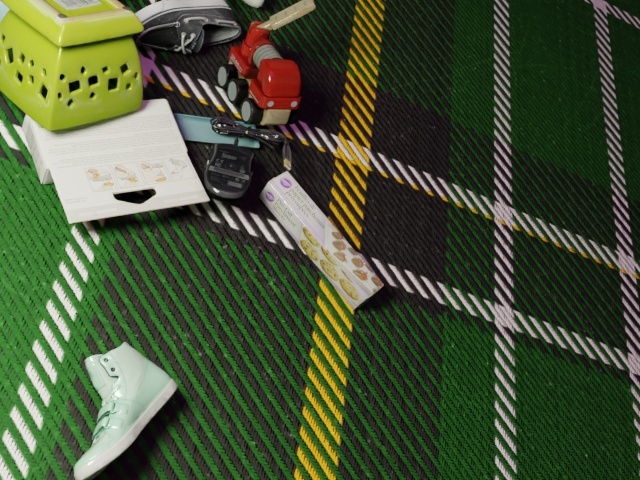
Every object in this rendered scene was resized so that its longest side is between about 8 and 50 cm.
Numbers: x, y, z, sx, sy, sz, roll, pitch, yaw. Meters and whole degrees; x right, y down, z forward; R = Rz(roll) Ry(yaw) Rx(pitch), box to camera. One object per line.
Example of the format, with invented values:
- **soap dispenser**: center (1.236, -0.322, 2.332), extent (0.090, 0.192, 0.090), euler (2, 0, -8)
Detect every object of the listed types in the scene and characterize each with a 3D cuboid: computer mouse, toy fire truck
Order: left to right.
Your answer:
- **computer mouse**: center (-0.152, -0.150, 1.904), extent (0.184, 0.060, 0.262), euler (11, 41, -12)
- **toy fire truck**: center (-0.096, -0.399, 1.980), extent (0.158, 0.246, 0.217), euler (-4, 43, -31)

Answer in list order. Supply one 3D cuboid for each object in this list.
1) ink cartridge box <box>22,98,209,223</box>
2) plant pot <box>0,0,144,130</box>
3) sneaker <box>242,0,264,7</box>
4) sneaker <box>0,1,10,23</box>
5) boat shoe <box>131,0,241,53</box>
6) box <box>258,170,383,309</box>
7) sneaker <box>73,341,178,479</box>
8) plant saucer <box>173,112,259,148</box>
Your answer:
- **ink cartridge box**: center (-0.400, -0.149, 1.790), extent (0.296, 0.066, 0.261), euler (-11, 66, -34)
- **plant pot**: center (-0.481, -0.371, 1.747), extent (0.227, 0.207, 0.228), euler (38, 40, 26)
- **sneaker**: center (-0.230, -0.622, 2.191), extent (0.212, 0.080, 0.094), euler (43, 56, 15)
- **sneaker**: center (-0.589, -0.546, 1.903), extent (0.208, 0.127, 0.319), euler (13, 65, -20)
- **boat shoe**: center (-0.303, -0.465, 2.029), extent (0.301, 0.108, 0.102), euler (-22, 71, -45)
- **box**: center (0.000, 0.000, 1.924), extent (0.063, 0.067, 0.324), euler (-34, 82, -39)
- **sneaker**: center (-0.364, 0.279, 1.518), extent (0.151, 0.094, 0.256), euler (44, 39, -5)
- **plant saucer**: center (-0.226, -0.234, 1.975), extent (0.192, 0.018, 0.067), euler (3, 59, -27)
